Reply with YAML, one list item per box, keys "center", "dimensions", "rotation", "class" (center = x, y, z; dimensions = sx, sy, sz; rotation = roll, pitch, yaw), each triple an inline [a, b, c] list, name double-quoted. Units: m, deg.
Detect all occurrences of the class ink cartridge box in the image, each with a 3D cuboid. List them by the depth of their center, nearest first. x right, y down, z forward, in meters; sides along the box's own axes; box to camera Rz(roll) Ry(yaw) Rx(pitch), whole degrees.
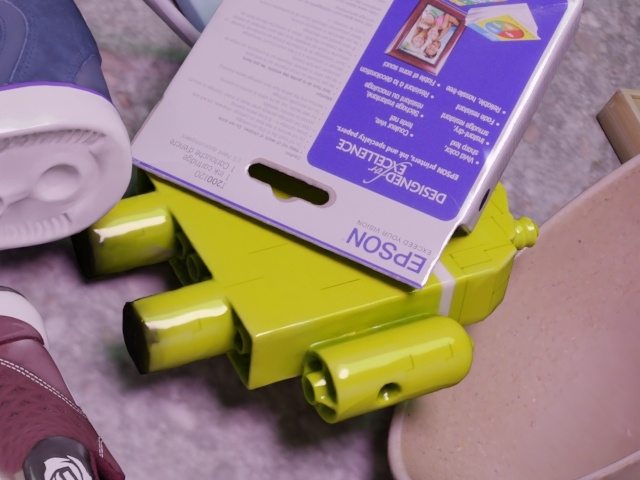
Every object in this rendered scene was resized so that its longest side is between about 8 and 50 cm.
- center: [0.020, -0.089, 0.875]
  dimensions: [0.206, 0.045, 0.208]
  rotation: [24, 72, 20]
  class: "ink cartridge box"

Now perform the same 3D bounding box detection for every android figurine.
- center: [0.000, 0.000, 0.871]
  dimensions: [0.272, 0.056, 0.248]
  rotation: [-14, 45, -26]
  class: "android figurine"

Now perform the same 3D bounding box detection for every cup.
- center: [0.236, 0.107, 0.810]
  dimensions: [0.237, 0.331, 0.331]
  rotation: [50, 39, -15]
  class: "cup"

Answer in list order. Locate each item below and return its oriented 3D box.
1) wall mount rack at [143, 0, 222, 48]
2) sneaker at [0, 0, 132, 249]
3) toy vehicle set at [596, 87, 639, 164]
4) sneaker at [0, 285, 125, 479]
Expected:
- center: [-0.092, -0.241, 1.036]
  dimensions: [0.304, 0.130, 0.350]
  rotation: [-8, 55, -37]
  class: "wall mount rack"
- center: [-0.278, -0.097, 0.798]
  dimensions: [0.322, 0.130, 0.236]
  rotation: [-5, 44, -30]
  class: "sneaker"
- center: [0.342, -0.008, 1.158]
  dimensions: [0.166, 0.035, 0.267]
  rotation: [2, 50, -31]
  class: "toy vehicle set"
- center: [-0.192, 0.130, 0.639]
  dimensions: [0.162, 0.106, 0.281]
  rotation: [49, 43, 12]
  class: "sneaker"
